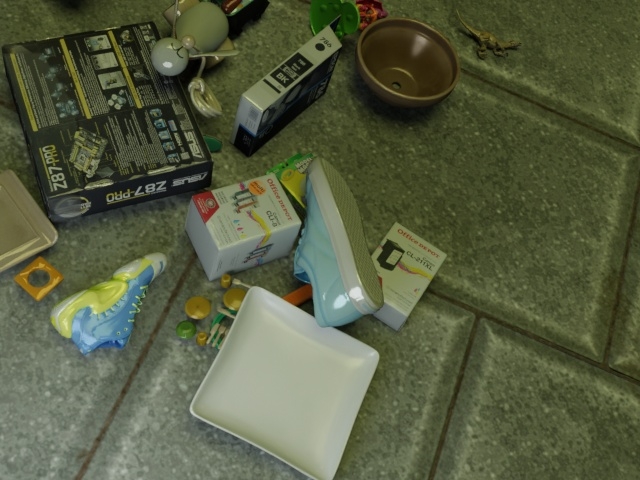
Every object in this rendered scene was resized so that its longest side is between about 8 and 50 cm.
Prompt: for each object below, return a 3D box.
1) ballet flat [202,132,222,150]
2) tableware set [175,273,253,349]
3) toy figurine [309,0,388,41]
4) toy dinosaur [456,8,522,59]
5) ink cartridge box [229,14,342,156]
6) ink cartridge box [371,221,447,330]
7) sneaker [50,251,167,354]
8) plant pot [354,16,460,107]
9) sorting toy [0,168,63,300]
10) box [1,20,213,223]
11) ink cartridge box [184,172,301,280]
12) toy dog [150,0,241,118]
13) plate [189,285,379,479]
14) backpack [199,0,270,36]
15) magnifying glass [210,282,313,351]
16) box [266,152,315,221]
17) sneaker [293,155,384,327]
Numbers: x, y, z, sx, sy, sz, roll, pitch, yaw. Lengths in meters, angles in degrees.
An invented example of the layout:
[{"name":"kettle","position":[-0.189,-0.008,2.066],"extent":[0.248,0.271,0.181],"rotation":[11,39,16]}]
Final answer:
[{"name":"ballet flat","position":[-0.258,-0.208,1.873],"extent":[0.114,0.041,0.041],"rotation":[1,60,-16]},{"name":"tableware set","position":[-0.194,0.128,1.678],"extent":[0.104,0.024,0.154],"rotation":[23,57,7]},{"name":"toy figurine","position":[0.089,-0.517,2.094],"extent":[0.159,0.173,0.130],"rotation":[-17,109,-36]},{"name":"toy dinosaur","position":[0.398,-0.486,2.219],"extent":[0.183,0.053,0.093],"rotation":[22,41,-10]},{"name":"ink cartridge box","position":[-0.052,-0.326,1.923],"extent":[0.065,0.165,0.333],"rotation":[38,59,9]},{"name":"ink cartridge box","position":[0.149,0.068,1.799],"extent":[0.127,0.072,0.175],"rotation":[33,58,6]},{"name":"sneaker","position":[-0.356,0.120,1.638],"extent":[0.240,0.091,0.126],"rotation":[-32,91,-29]},{"name":"plant pot","position":[0.184,-0.376,2.050],"extent":[0.237,0.110,0.237],"rotation":[7,58,-11]},{"name":"sorting toy","position":[-0.603,-0.015,1.662],"extent":[0.196,0.047,0.348],"rotation":[-32,72,-24]},{"name":"box","position":[-0.420,-0.244,1.791],"extent":[0.318,0.097,0.395],"rotation":[-15,60,-20]},{"name":"ink cartridge box","position":[-0.148,-0.027,1.742],"extent":[0.176,0.127,0.128],"rotation":[-19,66,-25]},{"name":"toy dog","position":[-0.234,-0.423,1.854],"extent":[0.220,0.161,0.334],"rotation":[41,22,-35]},{"name":"plate","position":[-0.060,0.256,1.633],"extent":[0.277,0.045,0.278],"rotation":[29,57,-6]},{"name":"backpack","position":[-0.224,-0.570,2.037],"extent":[0.188,0.144,0.166],"rotation":[36,62,16]},{"name":"magnifying glass","position":[-0.103,0.141,1.719],"extent":[0.231,0.026,0.092],"rotation":[-28,70,-26]},{"name":"box","position":[-0.020,-0.103,1.873],"extent":[0.105,0.043,0.179],"rotation":[-34,72,-29]},{"name":"sneaker","position":[0.000,0.000,1.733],"extent":[0.150,0.135,0.366],"rotation":[-28,49,18]}]
